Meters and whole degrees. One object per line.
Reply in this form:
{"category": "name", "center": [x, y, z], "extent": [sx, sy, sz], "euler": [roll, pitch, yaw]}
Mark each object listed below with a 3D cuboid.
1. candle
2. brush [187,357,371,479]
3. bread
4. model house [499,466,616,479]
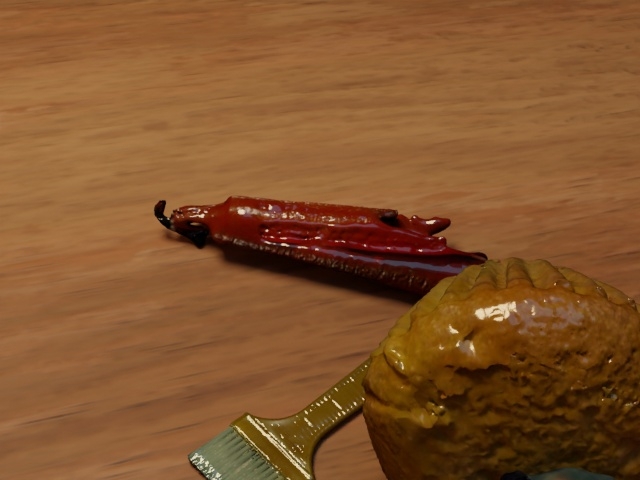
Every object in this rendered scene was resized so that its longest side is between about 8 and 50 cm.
{"category": "candle", "center": [0.000, 0.000, 0.861], "extent": [0.301, 0.059, 0.084], "euler": [8, 40, -1]}
{"category": "brush", "center": [0.003, 0.138, 0.774], "extent": [0.218, 0.010, 0.082], "euler": [-32, 60, -32]}
{"category": "bread", "center": [0.145, 0.111, 0.678], "extent": [0.240, 0.240, 0.139], "euler": [10, 38, 0]}
{"category": "model house", "center": [0.235, 0.292, 0.593], "extent": [0.291, 0.184, 0.253], "euler": [7, 41, -21]}
